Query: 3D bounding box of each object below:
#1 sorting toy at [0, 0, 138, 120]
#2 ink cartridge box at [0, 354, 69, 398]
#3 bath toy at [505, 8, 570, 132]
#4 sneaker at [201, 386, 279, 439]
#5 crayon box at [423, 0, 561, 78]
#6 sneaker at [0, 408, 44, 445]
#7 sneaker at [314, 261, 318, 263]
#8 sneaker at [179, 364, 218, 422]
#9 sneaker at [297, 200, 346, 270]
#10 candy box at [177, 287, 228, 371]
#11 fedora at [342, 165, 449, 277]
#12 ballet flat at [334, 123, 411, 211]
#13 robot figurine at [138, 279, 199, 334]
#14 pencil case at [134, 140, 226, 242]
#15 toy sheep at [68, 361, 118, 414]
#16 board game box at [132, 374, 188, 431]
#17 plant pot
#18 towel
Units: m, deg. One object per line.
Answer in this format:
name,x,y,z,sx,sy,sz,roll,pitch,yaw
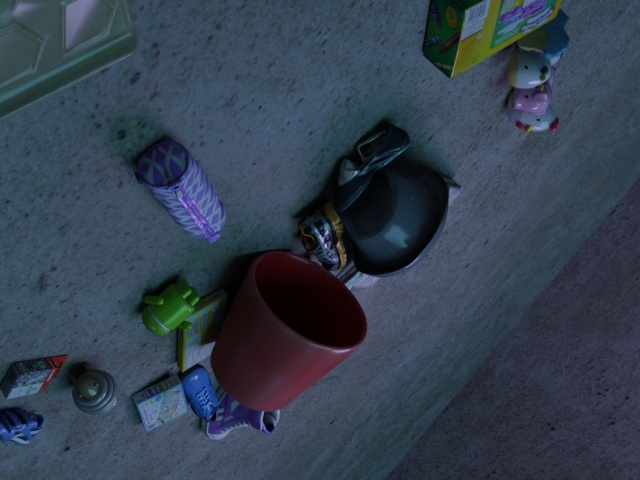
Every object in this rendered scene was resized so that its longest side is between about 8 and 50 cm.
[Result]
sorting toy,-0.279,-0.286,0.991,0.307,0.041,0.229,-33,149,-19
ink cartridge box,-0.488,0.235,1.525,0.115,0.029,0.062,-3,134,-53
bath toy,0.458,-0.334,1.865,0.151,0.129,0.348,-38,155,-9
sneaker,-0.189,0.428,2.115,0.102,0.161,0.282,-19,148,-43
crayon box,0.320,-0.426,1.573,0.278,0.081,0.165,-32,154,-20
sneaker,-0.542,0.325,1.567,0.059,0.053,0.144,-40,163,-4
sneaker,-0.060,0.148,1.930,0.090,0.095,0.235,0,131,-53
sneaker,-0.262,0.347,1.973,0.069,0.082,0.209,-32,152,-16
sneaker,0.000,0.000,1.809,0.083,0.084,0.214,-25,147,-10
candy box,-0.243,0.185,1.802,0.105,0.027,0.205,-27,151,-29
fedora,0.128,-0.061,1.748,0.244,0.275,0.124,-27,128,31
ballet flat,0.083,-0.147,1.701,0.203,0.074,0.074,-45,155,5
robot figurine,-0.277,0.125,1.610,0.115,0.067,0.101,-41,133,0
pencil case,-0.209,-0.074,1.366,0.086,0.088,0.206,-38,156,-4
toy sheep,-0.416,0.280,1.631,0.091,0.091,0.132,-39,155,-6
board game box,-0.344,0.354,1.909,0.104,0.026,0.154,-24,151,-17
plant pot,-0.081,0.197,1.780,0.275,0.275,0.243,-5,138,-52
towel,0.182,-0.012,1.987,0.332,0.053,0.317,-46,171,11
